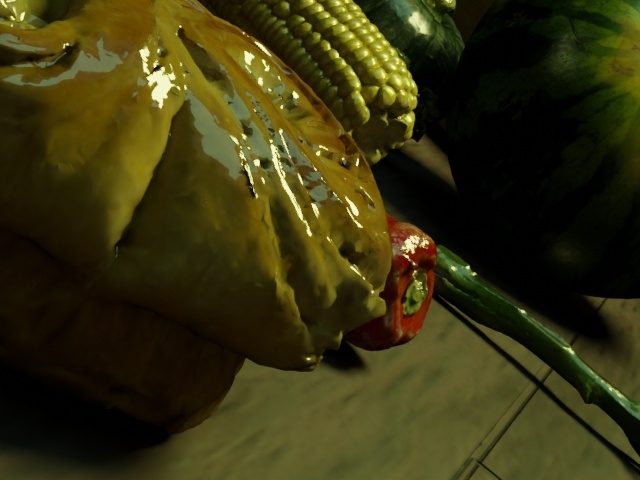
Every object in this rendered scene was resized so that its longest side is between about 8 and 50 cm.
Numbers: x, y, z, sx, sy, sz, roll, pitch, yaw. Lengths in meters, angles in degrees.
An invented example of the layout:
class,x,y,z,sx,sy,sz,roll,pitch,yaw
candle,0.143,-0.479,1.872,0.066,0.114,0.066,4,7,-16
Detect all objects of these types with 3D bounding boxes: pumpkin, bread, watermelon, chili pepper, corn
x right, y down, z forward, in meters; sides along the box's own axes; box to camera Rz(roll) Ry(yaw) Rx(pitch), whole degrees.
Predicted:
class,x,y,z,sx,sy,sz,roll,pitch,yaw
pumpkin,0.051,-0.167,1.326,0.167,0.125,0.167,32,9,-6
bread,-0.088,-0.039,0.560,0.236,0.120,0.198,32,16,-24
watermelon,0.221,-0.081,1.196,0.269,0.269,0.269,35,14,-10
chili pepper,0.000,0.000,0.766,0.123,0.070,0.073,39,-30,23
corn,-0.024,-0.150,1.119,0.093,0.093,0.244,18,30,-54

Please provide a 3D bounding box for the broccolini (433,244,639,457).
class,x,y,z,sx,sy,sz,roll,pitch,yaw
broccolini,0.155,0.095,0.940,0.254,0.071,0.057,34,54,16

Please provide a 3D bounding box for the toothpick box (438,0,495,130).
class,x,y,z,sx,sy,sz,roll,pitch,yaw
toothpick box,0.206,-0.124,1.481,0.187,0.190,0.308,23,24,-47

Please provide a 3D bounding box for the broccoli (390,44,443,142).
class,x,y,z,sx,sy,sz,roll,pitch,yaw
broccoli,0.035,-0.119,1.209,0.095,0.092,0.097,-6,57,-41
